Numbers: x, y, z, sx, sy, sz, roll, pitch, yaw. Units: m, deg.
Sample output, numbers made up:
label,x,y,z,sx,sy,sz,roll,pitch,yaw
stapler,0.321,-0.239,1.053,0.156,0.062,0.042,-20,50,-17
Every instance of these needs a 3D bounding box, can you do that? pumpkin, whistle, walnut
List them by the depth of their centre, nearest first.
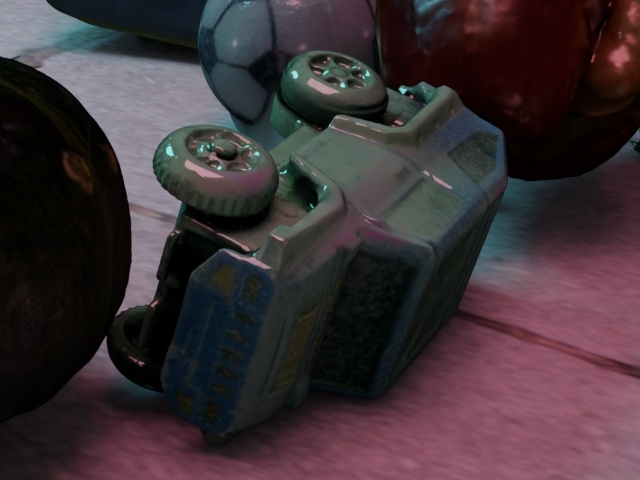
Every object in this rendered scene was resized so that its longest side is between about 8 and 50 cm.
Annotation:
label,x,y,z,sx,sy,sz,roll,pitch,yaw
pumpkin,-0.245,0.013,0.830,0.300,0.207,0.300,-10,11,2
walnut,0.166,-0.166,1.110,0.244,0.222,0.269,-8,56,23
whistle,-0.004,-0.142,1.221,0.163,0.163,0.289,-14,28,-27

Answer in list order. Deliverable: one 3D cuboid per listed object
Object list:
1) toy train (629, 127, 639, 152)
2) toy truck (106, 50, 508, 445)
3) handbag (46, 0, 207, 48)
label,x,y,z,sx,sy,sz,roll,pitch,yaw
toy train,0.332,-0.133,1.169,0.159,0.188,0.272,-3,24,-9
toy truck,0.000,0.000,0.927,0.156,0.155,0.279,27,32,14
handbag,-0.116,-0.309,1.501,0.263,0.222,0.241,9,22,16
